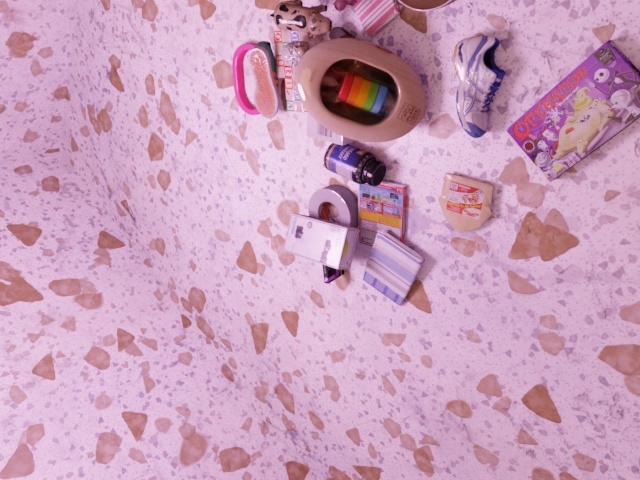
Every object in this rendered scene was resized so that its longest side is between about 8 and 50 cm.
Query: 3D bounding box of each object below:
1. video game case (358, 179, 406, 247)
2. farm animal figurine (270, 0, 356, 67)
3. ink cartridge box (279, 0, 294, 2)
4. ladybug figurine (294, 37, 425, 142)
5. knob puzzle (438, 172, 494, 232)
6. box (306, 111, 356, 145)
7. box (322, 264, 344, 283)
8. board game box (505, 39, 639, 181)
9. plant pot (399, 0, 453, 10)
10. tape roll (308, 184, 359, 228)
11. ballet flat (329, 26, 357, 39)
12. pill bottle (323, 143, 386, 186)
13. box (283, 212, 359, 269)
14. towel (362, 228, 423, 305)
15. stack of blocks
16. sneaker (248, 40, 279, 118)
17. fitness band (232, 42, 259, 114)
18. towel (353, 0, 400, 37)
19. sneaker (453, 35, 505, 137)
[{"bbox_3d":[0.233,-0.095,1.988,0.204,0.025,0.285,17,120,36],"label":"video game case"},{"bbox_3d":[-0.025,-0.752,1.700,0.327,0.172,0.330,3,117,30],"label":"farm animal figurine"},{"bbox_3d":[-0.046,-0.948,1.802,0.235,0.088,0.193,12,117,38],"label":"ink cartridge box"},{"bbox_3d":[0.133,-0.491,1.703,0.450,0.162,0.305,21,110,-11],"label":"ladybug figurine"},{"bbox_3d":[0.489,-0.119,1.741,0.213,0.030,0.213,18,120,35],"label":"knob puzzle"},{"bbox_3d":[0.055,-0.465,1.913,0.181,0.119,0.181,22,122,34],"label":"box"},{"bbox_3d":[0.052,0.086,2.172,0.029,0.116,0.162,9,115,38],"label":"box"},{"bbox_3d":[0.712,-0.345,1.425,0.208,0.056,0.347,56,136,13],"label":"board game box"},{"bbox_3d":[0.344,-0.799,1.445,0.284,0.191,0.284,19,122,35],"label":"plant pot"},{"bbox_3d":[0.055,-0.115,2.108,0.219,0.072,0.219,19,121,36],"label":"tape roll"},{"bbox_3d":[0.129,-0.655,1.812,0.250,0.058,0.084,46,115,10],"label":"ballet flat"},{"bbox_3d":[0.130,-0.283,1.927,0.219,0.123,0.122,28,126,30],"label":"pill bottle"},{"bbox_3d":[0.000,0.000,2.059,0.290,0.087,0.169,18,97,36],"label":"box"},{"bbox_3d":[0.276,0.109,2.015,0.209,0.034,0.285,36,138,21],"label":"towel"},{"bbox_3d":[-0.078,-0.647,1.972,0.171,0.087,0.297,15,118,37],"label":"stack of blocks"},{"bbox_3d":[-0.204,-0.637,2.046,0.108,0.121,0.302,11,135,15],"label":"sneaker"},{"bbox_3d":[-0.288,-0.676,2.175,0.209,0.054,0.290,17,118,37],"label":"fitness band"},{"bbox_3d":[0.172,-0.802,1.719,0.144,0.029,0.197,-27,87,46],"label":"towel"},{"bbox_3d":[0.480,-0.455,1.537,0.131,0.112,0.296,3,111,41],"label":"sneaker"}]
